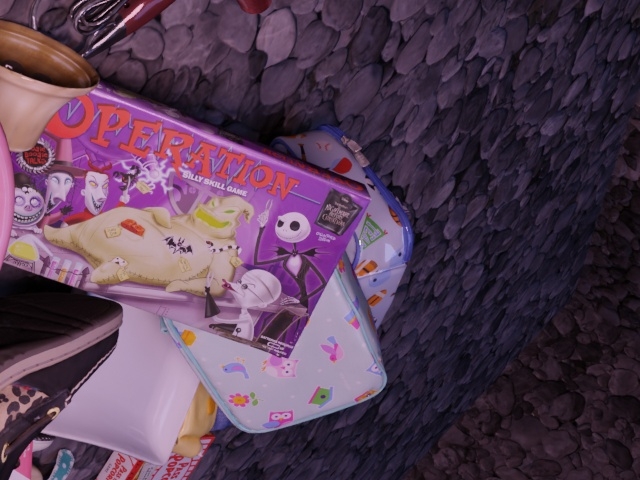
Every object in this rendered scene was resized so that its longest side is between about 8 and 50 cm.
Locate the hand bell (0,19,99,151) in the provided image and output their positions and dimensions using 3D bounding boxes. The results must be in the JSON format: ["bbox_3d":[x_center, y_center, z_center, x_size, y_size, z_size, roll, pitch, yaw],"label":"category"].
[{"bbox_3d":[-0.301,-0.062,0.982,0.126,0.126,0.242,-8,132,-58],"label":"hand bell"}]

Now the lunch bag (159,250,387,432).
[{"bbox_3d":[-0.060,0.093,1.295,0.224,0.108,0.279,-19,127,9],"label":"lunch bag"}]

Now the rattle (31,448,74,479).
[{"bbox_3d":[-0.360,0.351,1.414,0.199,0.143,0.130,10,99,-57],"label":"rattle"}]

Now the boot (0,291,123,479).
[{"bbox_3d":[-0.303,0.224,0.999,0.377,0.138,0.284,-42,135,-61],"label":"boot"}]

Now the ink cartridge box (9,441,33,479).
[{"bbox_3d":[-0.412,0.253,1.080,0.283,0.117,0.207,-6,101,-68],"label":"ink cartridge box"}]

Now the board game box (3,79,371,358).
[{"bbox_3d":[-0.147,-0.023,1.118,0.208,0.347,0.056,-65,-163,16],"label":"board game box"}]

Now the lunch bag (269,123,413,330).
[{"bbox_3d":[0.000,0.000,1.466,0.115,0.243,0.303,-17,146,-31],"label":"lunch bag"}]

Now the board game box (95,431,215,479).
[{"bbox_3d":[-0.260,0.348,1.693,0.147,0.045,0.193,-57,156,8],"label":"board game box"}]

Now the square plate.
[{"bbox_3d":[-0.207,0.080,1.321,0.344,0.049,0.347,48,59,-66],"label":"square plate"}]

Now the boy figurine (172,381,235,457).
[{"bbox_3d":[-0.180,0.234,1.618,0.285,0.092,0.177,7,97,-67],"label":"boy figurine"}]

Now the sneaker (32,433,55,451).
[{"bbox_3d":[-0.390,0.241,1.323,0.075,0.057,0.161,-41,160,14],"label":"sneaker"}]

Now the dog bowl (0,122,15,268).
[{"bbox_3d":[-0.391,-0.021,0.739,0.408,0.150,0.408,-29,135,-33],"label":"dog bowl"}]

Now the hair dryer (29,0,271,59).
[{"bbox_3d":[-0.140,-0.273,1.083,0.293,0.080,0.223,-4,143,-53],"label":"hair dryer"}]
